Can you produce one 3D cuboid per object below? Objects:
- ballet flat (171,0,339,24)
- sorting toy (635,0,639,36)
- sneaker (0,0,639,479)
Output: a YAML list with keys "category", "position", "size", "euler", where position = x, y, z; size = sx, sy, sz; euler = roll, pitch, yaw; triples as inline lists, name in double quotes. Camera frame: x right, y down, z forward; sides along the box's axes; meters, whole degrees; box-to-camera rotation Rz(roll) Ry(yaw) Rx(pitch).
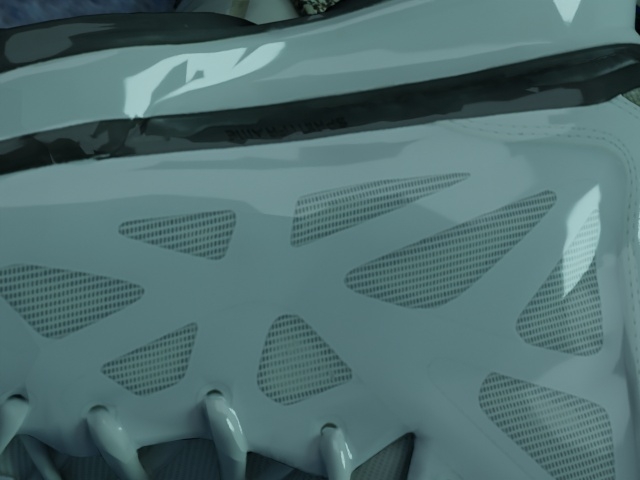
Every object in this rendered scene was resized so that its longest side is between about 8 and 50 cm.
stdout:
- category: "ballet flat"
  position: [0.000, 0.000, 0.570]
  size: [0.182, 0.164, 0.482]
  euler: [-6, 65, -38]
- category: "sorting toy"
  position: [0.328, -0.273, 1.206]
  size: [0.255, 0.089, 0.257]
  euler: [28, 41, -25]
- category: "sneaker"
  position: [-0.015, 0.068, 0.379]
  size: [0.447, 0.169, 0.257]
  euler: [-20, 76, -24]
